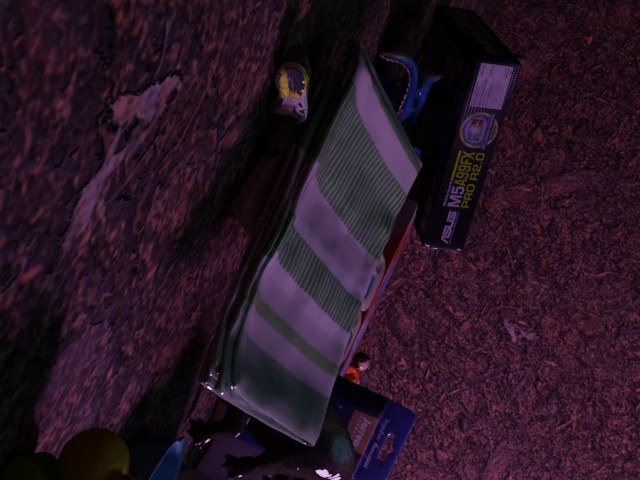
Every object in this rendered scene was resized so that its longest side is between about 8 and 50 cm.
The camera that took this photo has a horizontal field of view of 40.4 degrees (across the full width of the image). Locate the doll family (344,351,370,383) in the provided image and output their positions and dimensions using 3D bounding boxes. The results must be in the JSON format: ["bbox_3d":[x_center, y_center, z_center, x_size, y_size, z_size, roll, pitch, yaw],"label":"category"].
[{"bbox_3d":[0.006,0.210,1.653,0.163,0.118,0.263,-56,151,-18],"label":"doll family"}]

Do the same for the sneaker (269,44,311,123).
[{"bbox_3d":[-0.020,-0.123,0.694,0.083,0.031,0.035,112,-5,-66],"label":"sneaker"}]

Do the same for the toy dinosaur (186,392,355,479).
[{"bbox_3d":[-0.035,0.206,0.949,0.160,0.313,0.121,-27,-179,30],"label":"toy dinosaur"}]

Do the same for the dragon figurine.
[{"bbox_3d":[0.092,-0.147,1.093,0.289,0.085,0.143,-25,131,-89],"label":"dragon figurine"}]

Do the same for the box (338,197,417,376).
[{"bbox_3d":[0.020,0.054,1.141,0.128,0.123,0.256,87,28,-74],"label":"box"}]

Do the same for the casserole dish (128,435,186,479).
[{"bbox_3d":[-0.178,0.248,0.758,0.188,0.037,0.114,-60,170,-31],"label":"casserole dish"}]

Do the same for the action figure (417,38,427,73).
[{"bbox_3d":[0.208,-0.249,1.413,0.164,0.141,0.275,90,25,-44],"label":"action figure"}]

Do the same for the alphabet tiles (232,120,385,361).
[{"bbox_3d":[0.000,0.000,0.853,0.277,0.021,0.284,-63,149,-27],"label":"alphabet tiles"}]

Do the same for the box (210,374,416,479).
[{"bbox_3d":[-0.012,0.213,1.038,0.036,0.225,0.136,-53,165,-60],"label":"box"}]

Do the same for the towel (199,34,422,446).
[{"bbox_3d":[0.007,0.012,0.802,0.324,0.038,0.248,-70,154,-16],"label":"towel"}]

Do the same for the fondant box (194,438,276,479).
[{"bbox_3d":[-0.140,0.398,1.233,0.238,0.096,0.330,-57,167,-47],"label":"fondant box"}]

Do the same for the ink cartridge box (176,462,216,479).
[{"bbox_3d":[-0.119,0.293,0.878,0.090,0.143,0.092,74,41,-78],"label":"ink cartridge box"}]

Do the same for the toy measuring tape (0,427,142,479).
[{"bbox_3d":[-0.184,0.268,0.500,0.330,0.121,0.121,-64,172,-8],"label":"toy measuring tape"}]

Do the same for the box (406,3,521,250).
[{"bbox_3d":[0.174,-0.154,1.175,0.216,0.060,0.270,-103,-158,-57],"label":"box"}]

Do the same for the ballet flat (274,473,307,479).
[{"bbox_3d":[-0.027,0.341,1.225,0.203,0.074,0.074,92,24,-64],"label":"ballet flat"}]
